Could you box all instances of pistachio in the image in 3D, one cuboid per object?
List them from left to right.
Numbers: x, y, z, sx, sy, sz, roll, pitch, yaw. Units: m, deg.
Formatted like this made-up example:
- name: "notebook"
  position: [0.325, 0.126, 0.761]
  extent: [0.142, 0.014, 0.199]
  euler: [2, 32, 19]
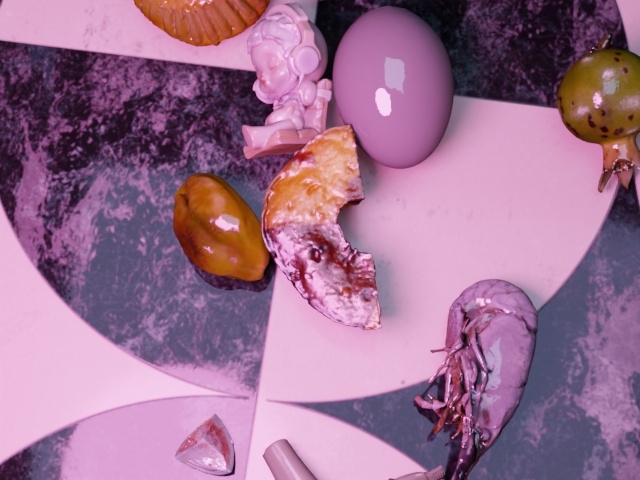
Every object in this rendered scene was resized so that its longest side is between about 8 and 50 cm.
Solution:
- name: "pistachio"
  position: [-0.146, -0.020, 1.657]
  extent: [0.100, 0.110, 0.189]
  euler: [-22, 72, -38]

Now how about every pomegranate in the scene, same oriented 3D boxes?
- name: "pomegranate"
  position: [0.436, -0.181, 1.675]
  extent: [0.156, 0.156, 0.220]
  euler: [-34, 96, -8]

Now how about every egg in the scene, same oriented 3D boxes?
- name: "egg"
  position: [0.108, -0.218, 1.671]
  extent: [0.176, 0.176, 0.232]
  euler: [-12, 82, -2]

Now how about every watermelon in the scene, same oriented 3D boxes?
- name: "watermelon"
  position: [-0.154, 0.288, 1.592]
  extent: [0.085, 0.061, 0.085]
  euler: [-3, 67, 7]

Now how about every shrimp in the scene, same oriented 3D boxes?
- name: "shrimp"
  position: [0.207, 0.209, 1.581]
  extent: [0.145, 0.116, 0.343]
  euler: [15, 68, 6]

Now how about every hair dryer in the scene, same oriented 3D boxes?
- name: "hair dryer"
  position: [0.026, 0.335, 1.579]
  extent: [0.219, 0.088, 0.225]
  euler: [36, 65, 14]

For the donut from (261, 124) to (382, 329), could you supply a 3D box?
- name: "donut"
  position: [0.000, 0.000, 1.647]
  extent: [0.151, 0.112, 0.295]
  euler: [-10, 75, 5]

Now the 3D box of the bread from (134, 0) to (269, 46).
- name: "bread"
  position: [-0.182, -0.415, 1.739]
  extent: [0.240, 0.139, 0.240]
  euler: [0, 88, 4]

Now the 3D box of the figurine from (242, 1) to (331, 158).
- name: "figurine"
  position: [-0.057, -0.240, 1.693]
  extent: [0.141, 0.162, 0.237]
  euler: [2, 85, -29]
